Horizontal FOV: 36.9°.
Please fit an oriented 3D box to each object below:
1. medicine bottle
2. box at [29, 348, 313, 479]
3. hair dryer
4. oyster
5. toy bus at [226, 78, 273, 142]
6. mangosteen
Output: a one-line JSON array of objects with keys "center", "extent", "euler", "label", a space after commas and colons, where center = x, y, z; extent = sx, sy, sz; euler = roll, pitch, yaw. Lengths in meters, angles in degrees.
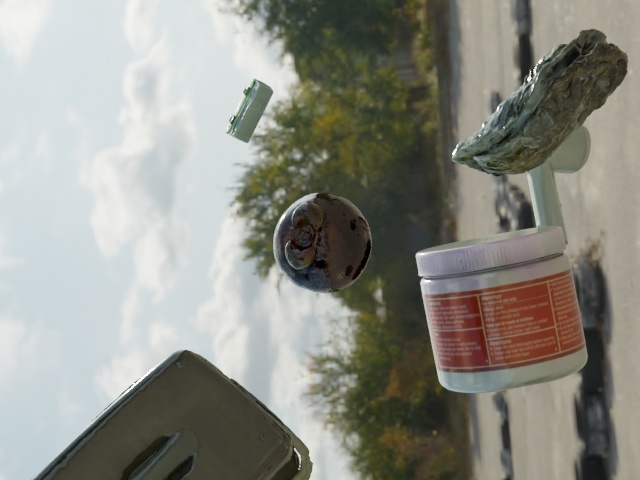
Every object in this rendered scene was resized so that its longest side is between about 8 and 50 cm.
[{"center": [0.304, 0.113, 1.615], "extent": [0.252, 0.253, 0.240], "euler": [-21, -79, -83], "label": "medicine bottle"}, {"center": [-0.168, 0.269, 1.018], "extent": [0.290, 0.220, 0.166], "euler": [-44, -19, -28], "label": "box"}, {"center": [0.439, -0.075, 1.832], "extent": [0.107, 0.173, 0.357], "euler": [115, 155, -61], "label": "hair dryer"}, {"center": [0.384, -0.232, 1.681], "extent": [0.162, 0.351, 0.158], "euler": [50, -174, -27], "label": "oyster"}, {"center": [-0.093, -0.172, 1.276], "extent": [0.083, 0.031, 0.037], "euler": [-63, 28, 3], "label": "toy bus"}, {"center": [0.000, 0.000, 1.391], "extent": [0.152, 0.152, 0.152], "euler": [-4, -90, -83], "label": "mangosteen"}]
